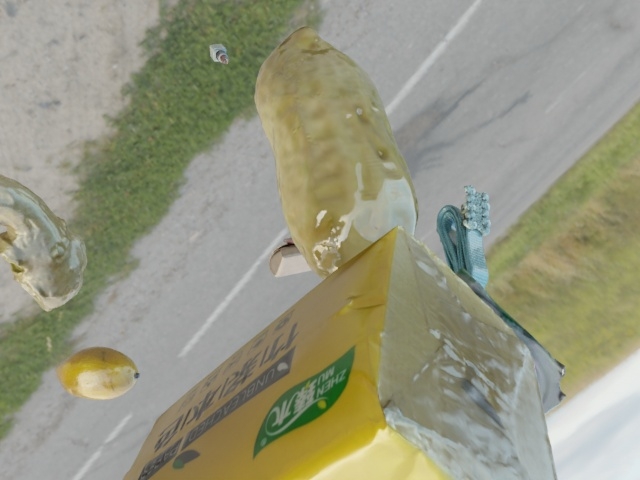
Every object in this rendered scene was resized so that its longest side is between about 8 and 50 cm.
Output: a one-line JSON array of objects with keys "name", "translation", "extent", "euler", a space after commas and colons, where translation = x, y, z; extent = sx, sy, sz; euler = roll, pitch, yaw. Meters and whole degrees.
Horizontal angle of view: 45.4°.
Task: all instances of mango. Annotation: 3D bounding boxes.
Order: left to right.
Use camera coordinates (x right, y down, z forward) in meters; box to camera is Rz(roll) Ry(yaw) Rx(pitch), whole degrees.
[{"name": "mango", "translation": [-0.482, 0.279, 1.616], "extent": [0.227, 0.109, 0.147], "euler": [-6, 167, 40]}]

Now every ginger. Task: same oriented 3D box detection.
[{"name": "ginger", "translation": [-0.256, -0.006, 0.649], "extent": [0.069, 0.051, 0.173], "euler": [-41, 132, -10]}]

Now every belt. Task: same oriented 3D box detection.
[{"name": "belt", "translation": [0.256, 0.004, 1.317], "extent": [0.065, 0.179, 0.100], "euler": [21, 135, -34]}]

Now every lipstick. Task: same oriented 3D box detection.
[{"name": "lipstick", "translation": [-0.187, -0.348, 1.445], "extent": [0.025, 0.107, 0.025], "euler": [-8, 117, -15]}]

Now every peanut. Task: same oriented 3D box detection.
[{"name": "peanut", "translation": [0.016, -0.113, 1.008], "extent": [0.169, 0.387, 0.192], "euler": [-12, 157, -8]}]

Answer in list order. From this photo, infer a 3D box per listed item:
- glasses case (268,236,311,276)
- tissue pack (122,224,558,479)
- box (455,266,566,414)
[{"name": "glasses case", "translation": [0.000, 0.000, 1.424], "extent": [0.193, 0.070, 0.102], "euler": [-11, 154, -19]}, {"name": "tissue pack", "translation": [-0.007, 0.212, 0.682], "extent": [0.382, 0.228, 0.293], "euler": [-39, -165, 24]}, {"name": "box", "translation": [0.124, 0.180, 1.022], "extent": [0.336, 0.264, 0.106], "euler": [-33, 133, -7]}]
